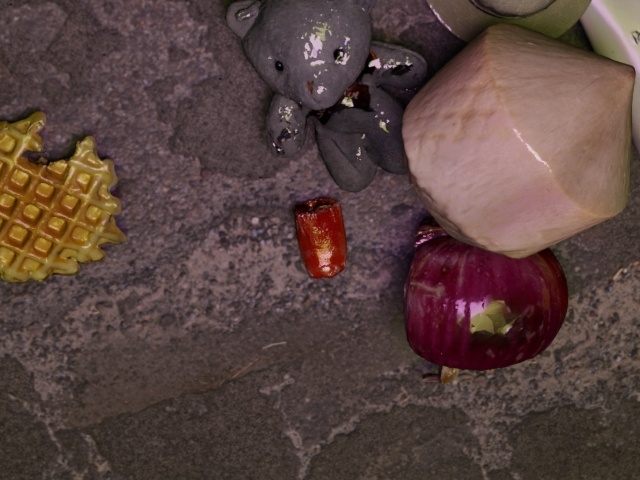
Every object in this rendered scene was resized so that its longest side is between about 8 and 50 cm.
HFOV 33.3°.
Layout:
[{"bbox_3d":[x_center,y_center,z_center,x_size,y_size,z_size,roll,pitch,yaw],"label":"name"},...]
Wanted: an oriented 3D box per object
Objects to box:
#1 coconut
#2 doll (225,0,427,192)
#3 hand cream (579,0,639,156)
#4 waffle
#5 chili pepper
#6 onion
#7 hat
[{"bbox_3d":[0.273,-0.139,1.397,0.329,0.329,0.328,-3,114,-7],"label":"coconut"},{"bbox_3d":[0.027,-0.199,1.456,0.246,0.158,0.340,-19,118,11],"label":"doll"},{"bbox_3d":[0.466,-0.280,1.521,0.186,0.118,0.358,-23,107,6],"label":"hand cream"},{"bbox_3d":[-0.409,-0.050,1.510,0.261,0.056,0.250,-17,115,-3],"label":"waffle"},{"bbox_3d":[0.000,0.000,1.589,0.070,0.073,0.123,7,118,34],"label":"chili pepper"},{"bbox_3d":[0.243,0.091,1.582,0.256,0.230,0.272,-23,108,1],"label":"onion"},{"bbox_3d":[0.256,-0.366,1.406,0.257,0.130,0.257,1,109,2],"label":"hat"}]
